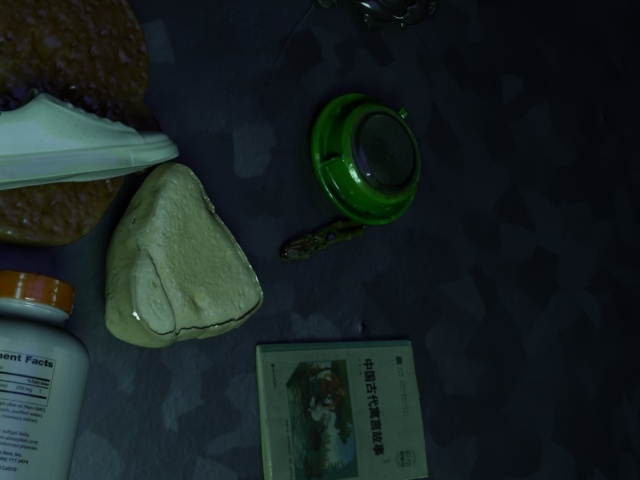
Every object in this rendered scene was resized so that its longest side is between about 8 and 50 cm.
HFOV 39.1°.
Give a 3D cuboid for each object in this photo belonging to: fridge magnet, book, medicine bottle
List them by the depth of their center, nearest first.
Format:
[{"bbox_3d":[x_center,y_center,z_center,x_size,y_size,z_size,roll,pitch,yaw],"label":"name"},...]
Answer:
[{"bbox_3d":[-0.329,0.180,0.934,0.157,0.157,0.289,19,68,-34],"label":"medicine bottle"},{"bbox_3d":[0.034,0.249,1.293,0.282,0.025,0.215,1,78,-37],"label":"book"},{"bbox_3d":[0.074,-0.126,1.368,0.208,0.088,0.208,10,74,-37],"label":"fridge magnet"}]

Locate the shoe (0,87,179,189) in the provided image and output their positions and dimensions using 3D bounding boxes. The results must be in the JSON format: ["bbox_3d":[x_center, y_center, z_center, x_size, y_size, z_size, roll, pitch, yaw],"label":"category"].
[{"bbox_3d":[-0.284,-0.121,1.008,0.265,0.095,0.110,-14,91,-39],"label":"shoe"}]

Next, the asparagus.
[{"bbox_3d":[0.000,0.000,1.319,0.165,0.030,0.036,-24,105,-40],"label":"asparagus"}]

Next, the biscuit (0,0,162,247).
[{"bbox_3d":[-0.327,-0.169,1.079,0.314,0.063,0.368,25,66,-36],"label":"biscuit"}]

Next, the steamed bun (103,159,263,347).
[{"bbox_3d":[-0.195,0.039,1.102,0.212,0.110,0.231,-42,108,-49],"label":"steamed bun"}]

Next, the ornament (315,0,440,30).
[{"bbox_3d":[0.096,-0.449,1.465,0.251,0.106,0.260,41,63,-22],"label":"ornament"}]
